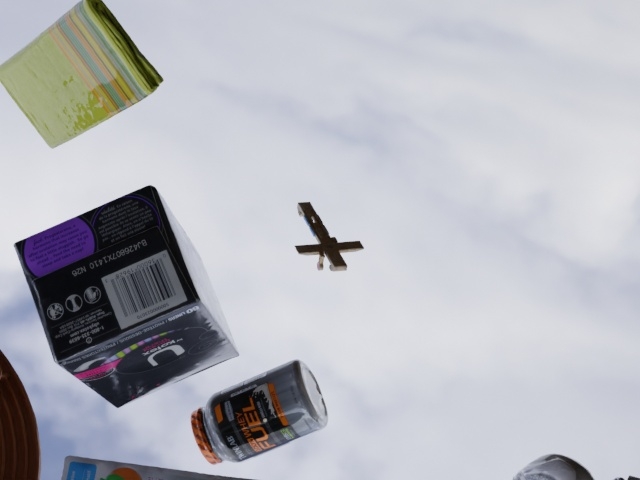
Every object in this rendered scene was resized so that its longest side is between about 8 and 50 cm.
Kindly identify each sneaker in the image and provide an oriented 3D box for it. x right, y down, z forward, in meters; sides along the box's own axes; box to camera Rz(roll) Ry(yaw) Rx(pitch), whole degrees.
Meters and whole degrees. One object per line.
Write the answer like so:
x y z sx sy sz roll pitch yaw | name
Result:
0.254 0.252 1.187 0.105 0.115 0.281 36 168 34 | sneaker

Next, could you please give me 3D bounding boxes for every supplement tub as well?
-0.094 0.267 1.941 0.117 0.190 0.117 62 -169 -20 | supplement tub

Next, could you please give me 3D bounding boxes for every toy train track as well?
0.000 0.000 0.887 0.048 0.014 0.083 -4 -145 -19 | toy train track

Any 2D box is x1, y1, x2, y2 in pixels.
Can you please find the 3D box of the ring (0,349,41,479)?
-0.375 0.150 0.959 0.337 0.032 0.336 15 -131 -18 | ring

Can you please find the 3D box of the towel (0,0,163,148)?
-0.235 -0.155 1.206 0.021 0.237 0.102 -42 -75 -32 | towel

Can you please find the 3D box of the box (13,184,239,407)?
-0.205 0.071 1.407 0.165 0.270 0.143 -23 -108 -1 | box

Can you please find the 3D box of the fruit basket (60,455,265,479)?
-0.204 0.470 1.725 0.353 0.165 0.327 10 -110 -4 | fruit basket
